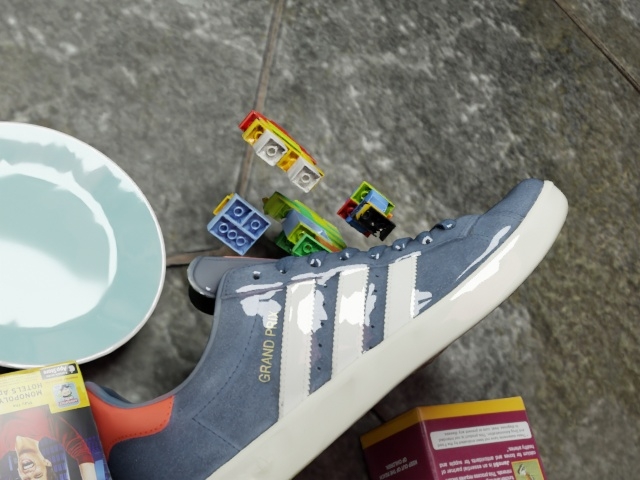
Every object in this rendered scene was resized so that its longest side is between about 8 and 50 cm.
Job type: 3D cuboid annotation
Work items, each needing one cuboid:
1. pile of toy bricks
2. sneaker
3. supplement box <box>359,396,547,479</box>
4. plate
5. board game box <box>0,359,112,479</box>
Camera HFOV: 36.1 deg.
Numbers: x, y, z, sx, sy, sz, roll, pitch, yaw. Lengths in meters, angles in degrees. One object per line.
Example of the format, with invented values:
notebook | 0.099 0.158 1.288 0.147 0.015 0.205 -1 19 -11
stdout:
pile of toy bricks | 0.000 0.000 0.742 0.212 0.118 0.105 38 10 -22
sneaker | 0.002 0.041 0.637 0.350 0.131 0.148 -37 80 -15
supplement box | 0.110 0.215 0.699 0.104 0.081 0.188 1 64 -33
plate | -0.195 0.003 0.653 0.188 0.024 0.188 16 54 -22
board game box | -0.206 0.181 0.533 0.194 0.060 0.194 -8 71 -35
